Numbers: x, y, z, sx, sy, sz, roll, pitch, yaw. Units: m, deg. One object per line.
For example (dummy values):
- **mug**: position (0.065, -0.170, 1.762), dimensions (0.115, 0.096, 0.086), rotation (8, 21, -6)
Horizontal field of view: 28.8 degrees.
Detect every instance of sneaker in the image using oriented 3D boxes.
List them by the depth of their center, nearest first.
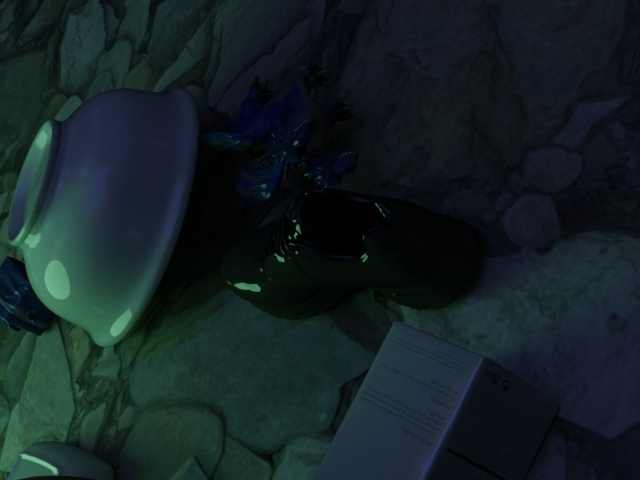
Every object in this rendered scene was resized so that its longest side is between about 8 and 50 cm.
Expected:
- **sneaker**: position (0.000, 0.000, 1.122), dimensions (0.286, 0.130, 0.109), rotation (-10, 60, 44)

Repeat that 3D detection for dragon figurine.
- **dragon figurine**: position (-0.061, -0.096, 1.240), dimensions (0.289, 0.085, 0.144), rotation (-7, 35, 47)

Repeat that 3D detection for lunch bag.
- **lunch bag**: position (-0.358, 0.073, 1.497), dimensions (0.065, 0.067, 0.098), rotation (-55, 40, 4)

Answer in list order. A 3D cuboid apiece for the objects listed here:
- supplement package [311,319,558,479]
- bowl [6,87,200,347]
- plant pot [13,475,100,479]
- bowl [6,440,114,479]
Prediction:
- **supplement package**: position (0.079, 0.171, 0.943), dimensions (0.105, 0.105, 0.179), rotation (21, 81, 50)
- **bowl**: position (-0.251, -0.043, 1.341), dimensions (0.298, 0.134, 0.298), rotation (-47, 34, 45)
- **plant pot**: position (-0.211, 0.382, 0.949), dimensions (0.366, 0.366, 0.353), rotation (-43, 30, 17)
- **bowl**: position (-0.291, 0.280, 1.301), dimensions (0.142, 0.053, 0.142), rotation (9, 74, 50)
